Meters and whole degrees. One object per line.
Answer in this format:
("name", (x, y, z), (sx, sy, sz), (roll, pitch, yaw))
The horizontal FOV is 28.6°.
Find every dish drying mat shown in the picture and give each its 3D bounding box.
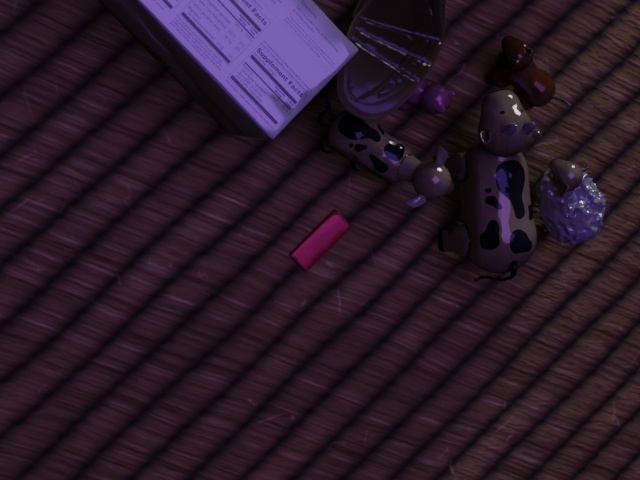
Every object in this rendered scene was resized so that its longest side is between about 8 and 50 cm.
("dish drying mat", (0.000, 0.000, 1.592), (0.083, 0.008, 0.032), (-45, 106, -9))

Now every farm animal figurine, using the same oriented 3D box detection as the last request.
("farm animal figurine", (0.190, -0.097, 1.562), (0.330, 0.172, 0.327), (-25, 103, -16))

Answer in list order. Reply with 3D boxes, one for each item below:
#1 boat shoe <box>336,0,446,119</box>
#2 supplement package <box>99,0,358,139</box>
("boat shoe", (0.090, -0.264, 1.513), (0.109, 0.098, 0.302), (24, 67, -10))
("supplement package", (-0.120, -0.257, 1.422), (0.145, 0.204, 0.262), (-46, 107, -8))
